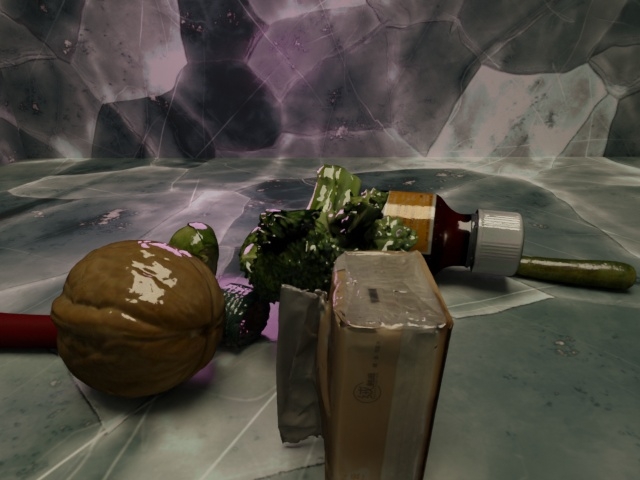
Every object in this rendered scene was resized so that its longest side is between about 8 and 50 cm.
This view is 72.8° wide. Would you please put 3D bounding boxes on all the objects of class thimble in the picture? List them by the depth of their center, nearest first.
[{"bbox_3d":[-0.178,0.160,0.950,0.090,0.118,0.135,11,26,27],"label":"thimble"}]

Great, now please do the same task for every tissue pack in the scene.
[{"bbox_3d":[0.046,0.188,0.641,0.238,0.305,0.238,2,25,-1],"label":"tissue pack"}]

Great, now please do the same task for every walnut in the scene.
[{"bbox_3d":[-0.336,0.140,0.802,0.313,0.277,0.252,8,35,17],"label":"walnut"}]

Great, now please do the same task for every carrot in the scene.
[{"bbox_3d":[0.638,0.077,1.172,0.358,0.074,0.074,6,25,19],"label":"carrot"}]

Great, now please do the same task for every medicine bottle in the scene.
[{"bbox_3d":[0.327,-0.002,1.178,0.395,0.242,0.242,10,25,11],"label":"medicine bottle"}]

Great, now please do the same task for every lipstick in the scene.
[{"bbox_3d":[-0.599,0.196,0.937,0.241,0.080,0.080,1,24,5],"label":"lipstick"}]

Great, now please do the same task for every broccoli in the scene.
[{"bbox_3d":[0.002,0.019,0.841,0.277,0.317,0.338,27,10,-10],"label":"broccoli"}]

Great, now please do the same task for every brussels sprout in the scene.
[{"bbox_3d":[-0.333,0.038,1.154,0.131,0.183,0.145,-16,48,-40],"label":"brussels sprout"}]
